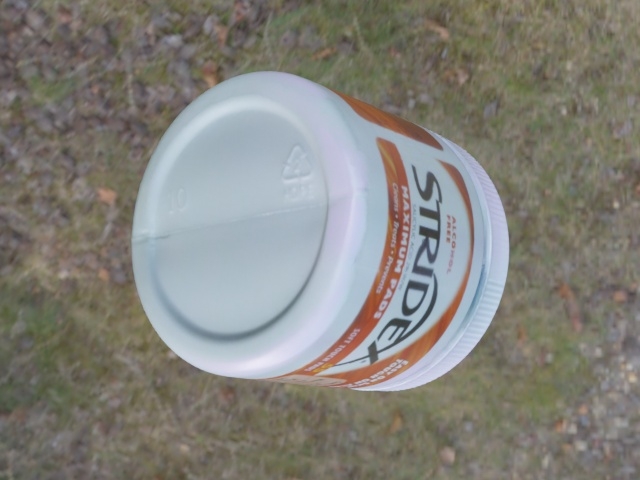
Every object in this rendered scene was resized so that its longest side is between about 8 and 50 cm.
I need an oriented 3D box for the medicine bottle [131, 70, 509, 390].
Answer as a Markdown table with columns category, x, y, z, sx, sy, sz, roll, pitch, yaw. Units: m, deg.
| category | x | y | z | sx | sy | sz | roll | pitch | yaw |
| --- | --- | --- | --- | --- | --- | --- | --- | --- | --- |
| medicine bottle | 0.000 | 0.000 | 1.115 | 0.252 | 0.252 | 0.241 | -33 | 154 | 28 |
